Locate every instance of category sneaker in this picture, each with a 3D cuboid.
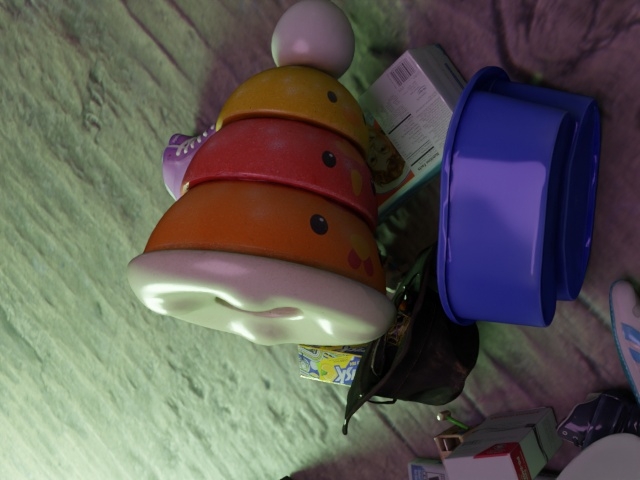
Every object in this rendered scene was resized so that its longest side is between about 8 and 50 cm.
[{"bbox_3d":[0.392,0.311,1.402,0.163,0.086,0.226,19,107,24],"label":"sneaker"},{"bbox_3d":[-0.186,-0.159,1.704,0.161,0.102,0.282,43,124,23],"label":"sneaker"},{"bbox_3d":[0.434,0.152,1.326,0.092,0.087,0.228,-21,68,11],"label":"sneaker"}]

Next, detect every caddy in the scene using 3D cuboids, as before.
[{"bbox_3d":[0.237,-0.050,1.328,0.179,0.241,0.341,10,109,28],"label":"caddy"}]

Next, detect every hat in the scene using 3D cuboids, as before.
[{"bbox_3d":[0.143,0.158,1.445,0.134,0.331,0.331,28,121,0],"label":"hat"}]

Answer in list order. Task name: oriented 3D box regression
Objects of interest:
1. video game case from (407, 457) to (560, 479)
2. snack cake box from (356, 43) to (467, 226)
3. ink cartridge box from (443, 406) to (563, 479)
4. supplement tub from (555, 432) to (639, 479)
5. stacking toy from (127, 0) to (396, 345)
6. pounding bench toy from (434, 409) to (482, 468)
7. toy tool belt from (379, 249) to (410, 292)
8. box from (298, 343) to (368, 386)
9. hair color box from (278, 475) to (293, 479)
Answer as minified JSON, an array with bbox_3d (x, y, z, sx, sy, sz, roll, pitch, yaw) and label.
[{"bbox_3d":[0.275,0.504,1.557,0.300,0.036,0.328,-3,95,40],"label":"video game case"},{"bbox_3d":[0.105,-0.140,1.496,0.264,0.089,0.152,-41,79,37],"label":"snack cake box"},{"bbox_3d":[0.261,0.299,1.465,0.109,0.150,0.063,-17,96,39],"label":"ink cartridge box"},{"bbox_3d":[0.441,0.400,1.232,0.325,0.235,0.235,36,127,-11],"label":"supplement tub"},{"bbox_3d":[-0.046,-0.114,1.388,0.351,0.351,0.479,-3,71,37],"label":"stacking toy"},{"bbox_3d":[0.213,0.294,1.553,0.065,0.052,0.083,-16,92,50],"label":"pounding bench toy"},{"bbox_3d":[0.092,0.039,1.589,0.083,0.052,0.051,34,86,21],"label":"toy tool belt"},{"bbox_3d":[0.048,0.198,1.657,0.169,0.054,0.059,5,106,35],"label":"box"},{"bbox_3d":[-0.113,0.542,1.670,0.185,0.374,0.113,32,120,26],"label":"hair color box"}]
